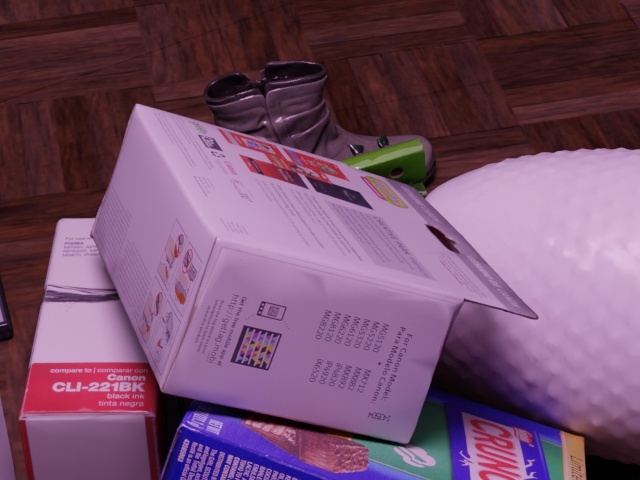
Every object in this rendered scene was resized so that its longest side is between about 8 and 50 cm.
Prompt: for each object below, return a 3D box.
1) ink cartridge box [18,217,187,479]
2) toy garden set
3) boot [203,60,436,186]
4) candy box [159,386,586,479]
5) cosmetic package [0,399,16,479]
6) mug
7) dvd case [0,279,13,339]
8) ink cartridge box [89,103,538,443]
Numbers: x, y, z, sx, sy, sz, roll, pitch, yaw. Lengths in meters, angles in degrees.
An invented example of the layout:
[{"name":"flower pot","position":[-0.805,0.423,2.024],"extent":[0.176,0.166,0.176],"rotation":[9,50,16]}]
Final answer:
[{"name":"ink cartridge box","position":[-0.181,0.133,1.603],"extent":[0.114,0.197,0.273],"rotation":[-1,37,0]},{"name":"toy garden set","position":[0.000,0.000,1.729],"extent":[0.204,0.244,0.049],"rotation":[-17,55,-6]},{"name":"boot","position":[0.004,-0.117,1.960],"extent":[0.246,0.161,0.083],"rotation":[-9,37,-8]},{"name":"candy box","position":[0.044,0.198,1.428],"extent":[0.317,0.122,0.268],"rotation":[20,15,0]},{"name":"cosmetic package","position":[-0.387,0.138,1.590],"extent":[0.138,0.224,0.224],"rotation":[-28,42,-30]},{"name":"mug","position":[0.264,0.050,1.660],"extent":[0.328,0.276,0.374],"rotation":[7,7,19]},{"name":"dvd case","position":[-0.448,0.065,1.866],"extent":[0.253,0.022,0.180],"rotation":[-12,37,-12]},{"name":"ink cartridge box","position":[-0.015,0.028,1.469],"extent":[0.272,0.130,0.309],"rotation":[14,17,-21]}]
